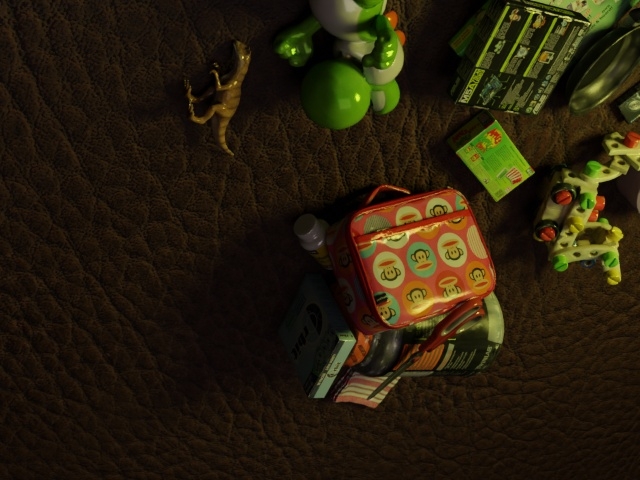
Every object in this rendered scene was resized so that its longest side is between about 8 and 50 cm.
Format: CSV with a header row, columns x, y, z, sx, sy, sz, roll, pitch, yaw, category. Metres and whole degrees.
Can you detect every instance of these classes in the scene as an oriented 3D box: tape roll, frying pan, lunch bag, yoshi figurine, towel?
x,y,z,sx,sy,sz,roll,pitch,yaw,category
0.717,-0.139,1.862,0.189,0.080,0.189,-13,134,-14,tape roll
0.505,-0.337,1.535,0.197,0.053,0.326,-34,155,-17,frying pan
0.160,0.020,1.633,0.293,0.258,0.120,-15,172,-32,lunch bag
0.024,-0.297,1.311,0.203,0.203,0.362,-14,139,8,yoshi figurine
0.127,0.301,2.018,0.144,0.029,0.197,16,121,-37,towel

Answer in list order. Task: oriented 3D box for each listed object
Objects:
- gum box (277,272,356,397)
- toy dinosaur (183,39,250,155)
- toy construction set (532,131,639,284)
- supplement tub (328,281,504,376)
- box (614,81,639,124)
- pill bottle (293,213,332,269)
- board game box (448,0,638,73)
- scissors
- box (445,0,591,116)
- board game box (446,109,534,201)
x,y,z,sx,sy,sz,roll,pitch,yaw,category
-0.011,0.181,1.726,0.041,0.184,0.157,6,126,-30,gum box
-0.156,-0.203,1.386,0.112,0.064,0.211,-1,131,-27,toy dinosaur
0.545,-0.063,1.796,0.215,0.151,0.327,9,121,-2,toy construction set
0.178,0.169,1.791,0.338,0.207,0.207,5,127,-29,supplement tub
0.615,-0.271,1.733,0.083,0.018,0.067,-38,136,11,box
0.000,0.000,1.649,0.065,0.065,0.116,-36,135,9,pill bottle
0.393,-0.385,1.499,0.317,0.046,0.213,-45,133,17,board game box
0.181,0.202,1.648,0.297,0.021,0.109,-37,155,12,scissors
0.325,-0.301,1.481,0.184,0.045,0.190,5,129,-27,box
0.319,-0.157,1.676,0.092,0.043,0.181,-39,136,11,board game box
